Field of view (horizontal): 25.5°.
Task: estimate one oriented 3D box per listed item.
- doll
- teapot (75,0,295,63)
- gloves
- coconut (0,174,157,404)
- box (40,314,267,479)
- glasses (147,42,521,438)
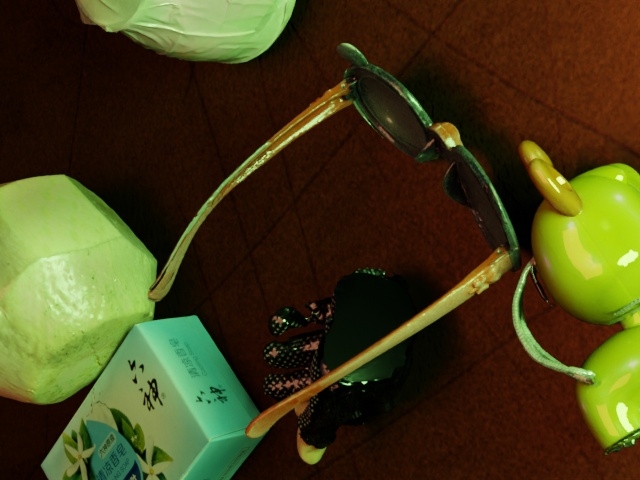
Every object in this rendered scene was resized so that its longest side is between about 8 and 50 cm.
[{"bbox_3d":[0.197,0.029,0.992,0.135,0.143,0.220,-30,78,11],"label":"doll"},{"bbox_3d":[-0.105,-0.238,1.204,0.222,0.178,0.163,-6,91,42],"label":"teapot"},{"bbox_3d":[0.019,0.110,1.195,0.180,0.106,0.129,116,139,-63],"label":"gloves"},{"bbox_3d":[-0.282,0.043,1.386,0.237,0.197,0.236,12,108,41],"label":"coconut"},{"bbox_3d":[-0.165,0.200,1.369,0.142,0.083,0.232,55,128,26],"label":"box"},{"bbox_3d":[0.000,0.000,1.082,0.268,0.118,0.234,-37,56,-6],"label":"glasses"}]
